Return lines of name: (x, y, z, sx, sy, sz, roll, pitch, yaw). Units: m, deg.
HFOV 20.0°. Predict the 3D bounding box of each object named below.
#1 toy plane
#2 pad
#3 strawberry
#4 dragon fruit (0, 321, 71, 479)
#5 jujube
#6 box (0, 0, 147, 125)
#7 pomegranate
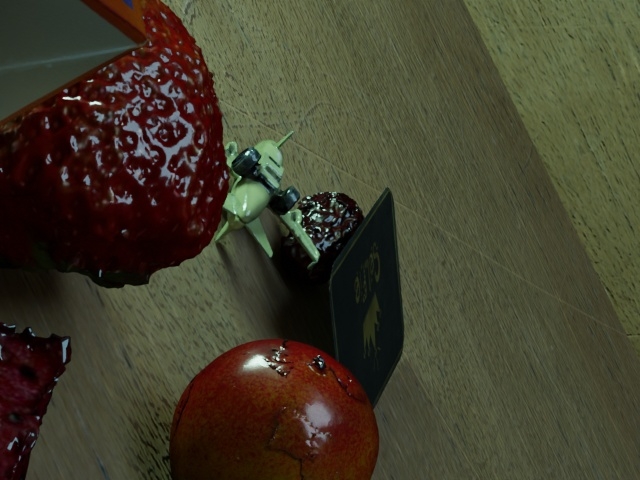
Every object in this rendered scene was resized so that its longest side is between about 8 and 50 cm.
toy plane: (-0.078, -0.070, 2.196, 0.229, 0.092, 0.244, 43, 29, -12)
pad: (0.086, 0.061, 2.289, 0.375, 0.063, 0.315, -56, 141, -66)
strawberry: (-0.203, -0.096, 1.651, 0.257, 0.257, 0.277, 11, 86, -64)
dragon fruit: (-0.278, 0.172, 1.235, 0.302, 0.240, 0.330, 39, 25, -30)
jujube: (0.004, 0.003, 2.303, 0.104, 0.104, 0.166, 56, 35, -19)
box: (-0.371, -0.254, 1.405, 0.349, 0.318, 0.257, 35, 36, -51)
pomegranate: (-0.048, 0.212, 1.789, 0.210, 0.210, 0.235, 9, 89, -65)
